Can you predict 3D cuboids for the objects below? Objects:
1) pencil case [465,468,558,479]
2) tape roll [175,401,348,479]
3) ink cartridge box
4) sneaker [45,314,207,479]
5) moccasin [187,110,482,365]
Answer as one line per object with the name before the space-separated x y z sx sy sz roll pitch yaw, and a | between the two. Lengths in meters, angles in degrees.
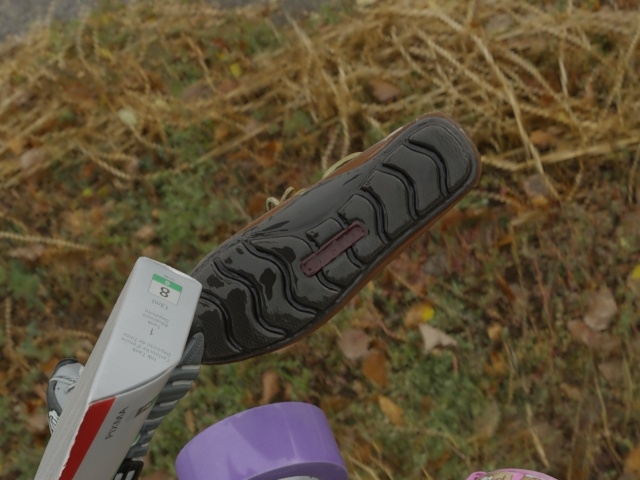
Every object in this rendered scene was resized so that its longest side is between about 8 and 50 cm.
pencil case | 0.145 0.368 0.959 0.160 0.167 0.386 -10 34 24
tape roll | -0.068 0.270 1.392 0.189 0.189 0.080 -25 57 4
ink cartridge box | -0.147 0.144 0.759 0.056 0.181 0.225 24 33 -12
sneaker | -0.206 0.136 1.161 0.132 0.086 0.229 42 111 32
moccasin | -0.002 -0.002 1.276 0.380 0.147 0.139 -42 91 4
